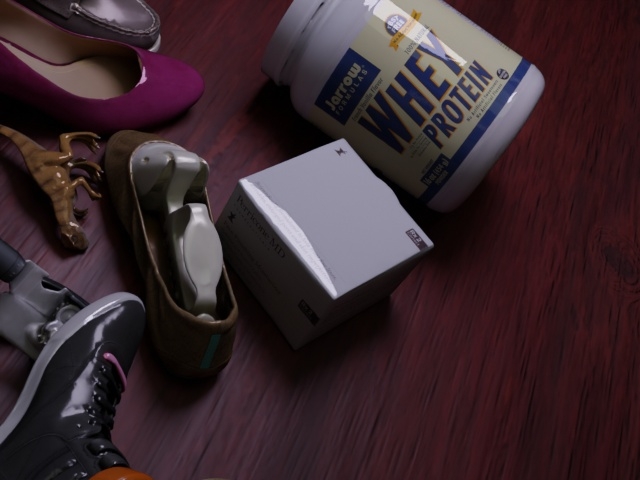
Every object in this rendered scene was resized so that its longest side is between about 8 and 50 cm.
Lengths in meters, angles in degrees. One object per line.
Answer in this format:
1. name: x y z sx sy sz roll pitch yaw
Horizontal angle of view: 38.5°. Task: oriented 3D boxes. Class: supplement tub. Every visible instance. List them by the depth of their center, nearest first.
1. supplement tub: 0.107 -0.215 1.231 0.325 0.235 0.235 35 46 1

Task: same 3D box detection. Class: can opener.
1. can opener: -0.319 0.027 0.856 0.074 0.093 0.280 -50 124 -10

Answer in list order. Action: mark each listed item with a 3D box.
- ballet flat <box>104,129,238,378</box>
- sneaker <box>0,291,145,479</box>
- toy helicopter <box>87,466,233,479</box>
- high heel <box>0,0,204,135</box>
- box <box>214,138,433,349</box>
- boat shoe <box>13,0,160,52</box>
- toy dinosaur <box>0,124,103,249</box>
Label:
1. ballet flat: -0.158 -0.017 1.007 0.116 0.124 0.342 1 55 -28
2. sneaker: -0.199 0.173 0.810 0.147 0.104 0.295 9 47 25
3. toy helicopter: -0.113 0.362 0.700 0.235 0.140 0.355 38 65 -48
4. high heel: -0.290 -0.220 1.053 0.377 0.181 0.127 -8 59 -33
5. box: 0.000 0.000 1.083 0.182 0.119 0.181 -26 70 -40
6. boat shoe: -0.350 -0.340 1.173 0.324 0.096 0.116 27 47 -7
7. toy dinosaur: -0.306 -0.087 1.023 0.112 0.064 0.211 -28 71 -39
